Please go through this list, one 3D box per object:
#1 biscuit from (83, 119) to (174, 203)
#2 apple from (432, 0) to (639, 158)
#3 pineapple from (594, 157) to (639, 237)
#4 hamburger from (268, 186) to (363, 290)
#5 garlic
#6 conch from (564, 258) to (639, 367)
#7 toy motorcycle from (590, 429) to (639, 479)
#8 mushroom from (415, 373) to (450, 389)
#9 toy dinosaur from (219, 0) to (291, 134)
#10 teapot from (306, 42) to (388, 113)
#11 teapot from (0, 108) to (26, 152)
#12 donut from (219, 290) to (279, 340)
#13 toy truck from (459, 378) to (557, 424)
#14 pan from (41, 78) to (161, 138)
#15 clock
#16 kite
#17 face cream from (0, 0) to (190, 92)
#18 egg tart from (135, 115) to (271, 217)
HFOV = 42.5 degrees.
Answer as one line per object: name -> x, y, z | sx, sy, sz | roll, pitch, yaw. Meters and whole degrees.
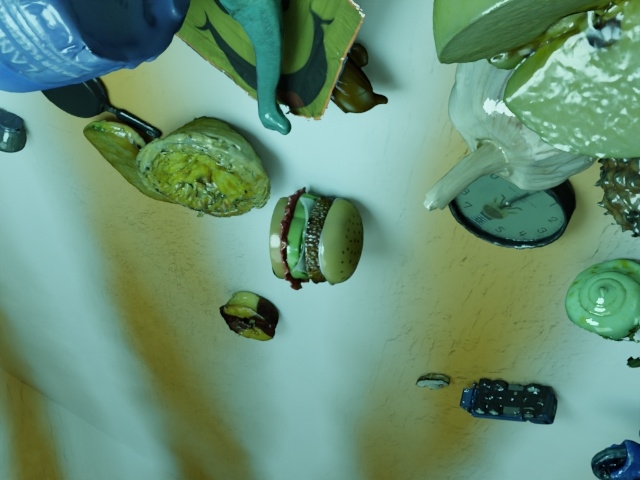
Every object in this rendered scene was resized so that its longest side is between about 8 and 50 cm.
biscuit -> -0.325, -0.136, 1.464 | 0.118, 0.029, 0.247 | 10, 155, 27
apple -> 0.252, -0.232, 0.743 | 0.295, 0.233, 0.258 | 23, 163, -18
pineapple -> 0.393, -0.071, 0.937 | 0.166, 0.193, 0.166 | 22, 147, 15
hamburger -> 0.001, 0.002, 1.351 | 0.137, 0.175, 0.175 | 5, 146, 16
garlic -> 0.201, -0.118, 0.952 | 0.199, 0.226, 0.199 | 45, 167, 14
conch -> 0.470, 0.133, 1.249 | 0.143, 0.137, 0.250 | 15, 150, 52
toy motorcycle -> 0.698, 0.424, 1.575 | 0.319, 0.241, 0.182 | 28, -170, -19
mushroom -> 0.245, 0.310, 1.804 | 0.049, 0.019, 0.101 | 38, 149, -23
toy dinosaur -> -0.140, -0.321, 0.964 | 0.383, 0.129, 0.331 | 47, 157, 3
teapot -> 0.034, -0.218, 1.071 | 0.129, 0.078, 0.098 | 43, -173, -16
teapot -> -0.582, -0.208, 1.519 | 0.088, 0.066, 0.057 | 41, 131, 13
donut -> -0.154, 0.164, 1.805 | 0.140, 0.059, 0.140 | 17, 148, 11
toy truck -> 0.386, 0.340, 1.703 | 0.202, 0.074, 0.088 | -3, 145, 38
pan -> -0.373, -0.228, 1.367 | 0.235, 0.028, 0.136 | 30, 150, -12
clock -> 0.273, -0.054, 1.193 | 0.184, 0.040, 0.184 | 17, 149, 11
kite -> -0.090, -0.293, 1.020 | 0.377, 0.013, 0.327 | 15, 139, 43
face cream -> -0.313, -0.313, 0.979 | 0.225, 0.249, 0.249 | -5, 140, 35
egg tart -> -0.186, -0.124, 1.348 | 0.232, 0.098, 0.252 | 15, 153, 1
